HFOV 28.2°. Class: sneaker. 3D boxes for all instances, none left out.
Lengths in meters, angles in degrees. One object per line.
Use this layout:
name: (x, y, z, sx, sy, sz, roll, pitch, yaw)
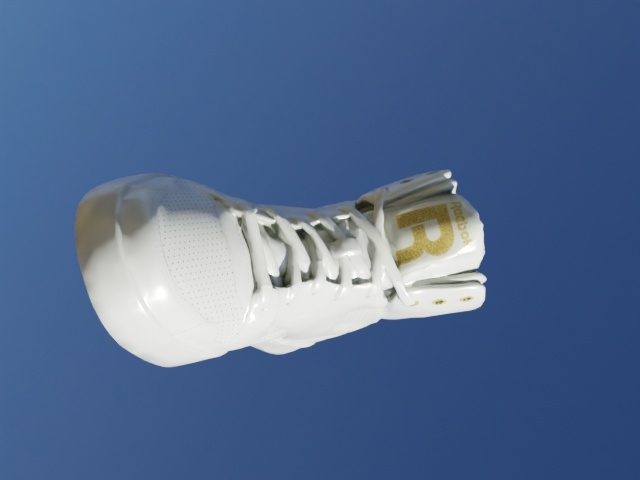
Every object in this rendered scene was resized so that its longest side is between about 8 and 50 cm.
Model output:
sneaker: (0.000, 0.000, 0.699, 0.169, 0.292, 0.108, -17, -99, 18)
